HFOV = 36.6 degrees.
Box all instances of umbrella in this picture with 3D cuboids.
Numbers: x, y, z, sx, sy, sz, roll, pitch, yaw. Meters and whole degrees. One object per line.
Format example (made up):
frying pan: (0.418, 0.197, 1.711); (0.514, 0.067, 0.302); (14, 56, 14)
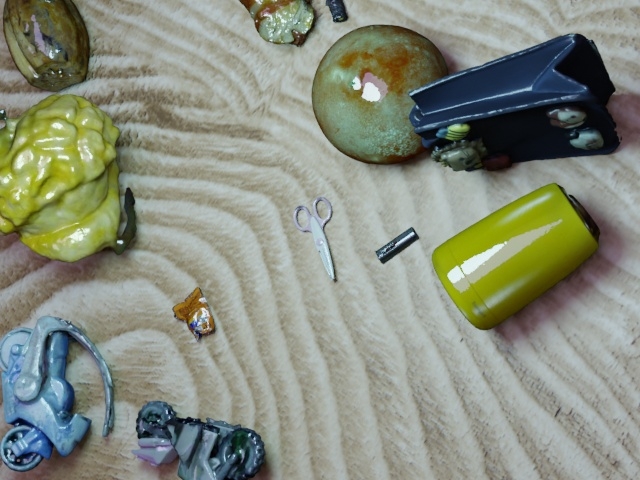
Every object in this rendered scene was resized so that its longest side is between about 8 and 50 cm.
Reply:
umbrella: (0.021, -0.518, 2.009); (0.037, 0.040, 0.144); (-27, 70, 28)

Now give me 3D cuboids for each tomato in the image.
tomato: (0.110, -0.279, 1.829); (0.270, 0.222, 0.270); (-5, 80, 28)

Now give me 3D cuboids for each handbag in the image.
handbag: (0.336, -0.208, 1.664); (0.329, 0.303, 0.122); (-13, 73, 23)

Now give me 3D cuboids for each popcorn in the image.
popcorn: (-0.547, -0.124, 2.075); (0.381, 0.349, 0.349); (43, 102, -7)

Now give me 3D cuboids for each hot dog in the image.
hot dog: (-0.095, -0.500, 2.032); (0.146, 0.103, 0.213); (-24, 81, -2)

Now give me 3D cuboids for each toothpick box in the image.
toothpick box: (0.348, 0.020, 1.697); (0.271, 0.175, 0.175); (-35, 69, 13)

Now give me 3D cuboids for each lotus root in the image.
lotus root: (-0.650, -0.496, 2.246); (0.193, 0.193, 0.291); (-26, 72, 19)

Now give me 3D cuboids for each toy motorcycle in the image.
toy motorcycle: (-0.256, 0.440, 1.932); (0.327, 0.143, 0.188); (10, 86, 33)
toy motorcycle: (-0.576, 0.324, 2.075); (0.241, 0.182, 0.319); (-14, 75, 23)

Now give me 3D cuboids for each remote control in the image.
remote control: (0.147, 0.009, 1.878); (0.091, 0.016, 0.034); (-36, 64, 15)

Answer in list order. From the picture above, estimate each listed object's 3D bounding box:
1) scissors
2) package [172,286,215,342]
scissors: (0.000, 0.000, 1.945); (0.085, 0.022, 0.176); (-24, 69, 17)
package: (-0.266, 0.158, 2.039); (0.077, 0.033, 0.111); (-45, 61, 23)
